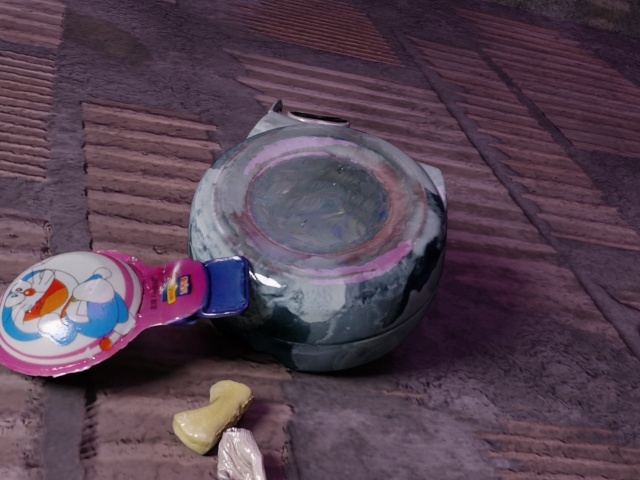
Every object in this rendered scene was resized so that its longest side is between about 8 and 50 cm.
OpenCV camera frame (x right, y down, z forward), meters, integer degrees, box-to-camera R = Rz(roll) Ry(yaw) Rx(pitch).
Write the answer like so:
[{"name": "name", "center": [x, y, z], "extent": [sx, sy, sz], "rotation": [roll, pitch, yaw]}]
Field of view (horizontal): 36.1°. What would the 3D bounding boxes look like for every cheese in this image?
[{"name": "cheese", "center": [-0.092, 0.148, 0.837], "extent": [0.044, 0.030, 0.083], "rotation": [31, 35, 11]}, {"name": "cheese", "center": [-0.182, 0.054, 0.849], "extent": [0.244, 0.062, 0.155], "rotation": [-9, 41, 3]}]

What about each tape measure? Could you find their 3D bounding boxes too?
[{"name": "tape measure", "center": [0.000, 0.000, 0.989], "extent": [0.256, 0.147, 0.275], "rotation": [20, 50, 15]}]

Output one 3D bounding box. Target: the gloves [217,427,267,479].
[{"name": "gloves", "center": [-0.062, 0.179, 0.788], "extent": [0.044, 0.037, 0.081], "rotation": [-13, 41, 16]}]

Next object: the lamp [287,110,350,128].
[{"name": "lamp", "center": [-0.010, -0.085, 1.227], "extent": [0.179, 0.108, 0.246], "rotation": [12, 22, -7]}]
